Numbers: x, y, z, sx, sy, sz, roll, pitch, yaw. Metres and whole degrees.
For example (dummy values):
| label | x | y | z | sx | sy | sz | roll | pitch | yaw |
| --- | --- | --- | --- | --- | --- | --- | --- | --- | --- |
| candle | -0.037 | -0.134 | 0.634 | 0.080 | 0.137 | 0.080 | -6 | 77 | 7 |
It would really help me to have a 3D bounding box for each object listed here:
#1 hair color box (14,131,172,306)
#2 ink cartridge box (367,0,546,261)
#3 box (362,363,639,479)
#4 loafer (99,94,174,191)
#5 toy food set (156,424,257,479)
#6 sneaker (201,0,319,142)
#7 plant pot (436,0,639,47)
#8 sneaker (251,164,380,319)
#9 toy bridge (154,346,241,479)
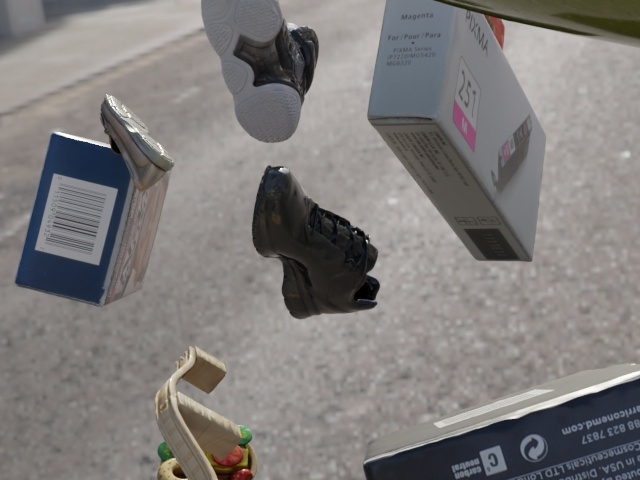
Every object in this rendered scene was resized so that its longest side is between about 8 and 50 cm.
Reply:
| label | x | y | z | sx | sy | sz | roll | pitch | yaw |
| --- | --- | --- | --- | --- | --- | --- | --- | --- | --- |
| hair color box | -0.259 | -0.026 | 1.581 | 0.105 | 0.174 | 0.347 | 15 | 1 | -1 |
| ink cartridge box | 0.125 | -0.141 | 1.080 | 0.060 | 0.239 | 0.275 | 1 | -22 | 25 |
| box | 0.243 | 0.386 | 1.301 | 0.297 | 0.472 | 0.480 | -18 | -7 | 0 |
| loafer | -0.172 | -0.087 | 1.178 | 0.045 | 0.039 | 0.125 | 32 | 10 | -43 |
| toy food set | -0.093 | 0.181 | 1.098 | 0.083 | 0.020 | 0.083 | 1 | 38 | -3 |
| sneaker | -0.074 | -0.273 | 1.738 | 0.101 | 0.269 | 0.153 | -1 | 33 | 18 |
| plant pot | 0.128 | -0.163 | 0.399 | 0.274 | 0.275 | 0.293 | -16 | 38 | -30 |
| sneaker | 0.000 | 0.000 | 1.642 | 0.130 | 0.286 | 0.109 | 1 | 60 | 18 |
| toy bridge | -0.088 | 0.133 | 0.952 | 0.026 | 0.063 | 0.188 | -48 | 26 | 15 |
